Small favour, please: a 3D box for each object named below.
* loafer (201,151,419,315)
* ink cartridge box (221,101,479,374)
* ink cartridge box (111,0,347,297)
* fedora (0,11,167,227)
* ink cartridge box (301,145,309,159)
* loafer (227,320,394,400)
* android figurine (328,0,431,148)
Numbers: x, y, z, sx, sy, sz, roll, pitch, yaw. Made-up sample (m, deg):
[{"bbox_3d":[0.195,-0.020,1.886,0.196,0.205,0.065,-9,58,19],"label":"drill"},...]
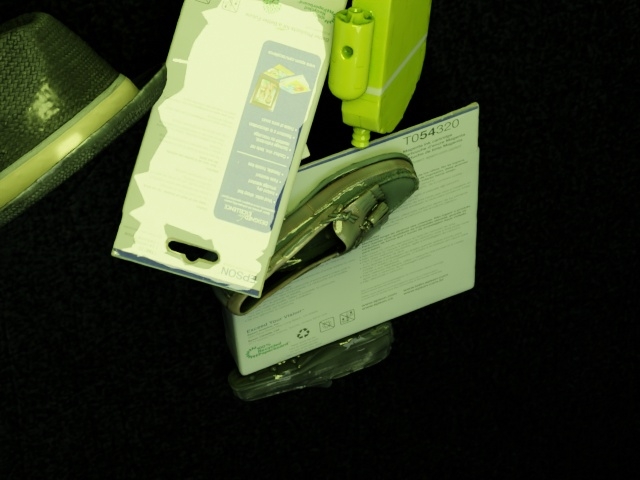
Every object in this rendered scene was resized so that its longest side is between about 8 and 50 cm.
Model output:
[{"bbox_3d":[0.000,0.000,1.986,0.267,0.084,0.096,-29,141,-3],"label":"loafer"},{"bbox_3d":[0.031,-0.014,2.114,0.324,0.071,0.330,-20,139,-14],"label":"ink cartridge box"},{"bbox_3d":[-0.096,-0.118,1.850,0.165,0.065,0.332,18,83,-7],"label":"ink cartridge box"},{"bbox_3d":[-0.318,-0.119,1.766,0.334,0.334,0.152,-37,103,1],"label":"fedora"},{"bbox_3d":[-0.086,-0.139,1.934,0.092,0.090,0.143,-21,91,-16],"label":"ink cartridge box"},{"bbox_3d":[-0.008,0.157,2.241,0.223,0.076,0.078,-21,128,-16],"label":"loafer"},{"bbox_3d":[0.071,-0.229,1.912,0.056,0.248,0.272,16,125,14],"label":"android figurine"}]
